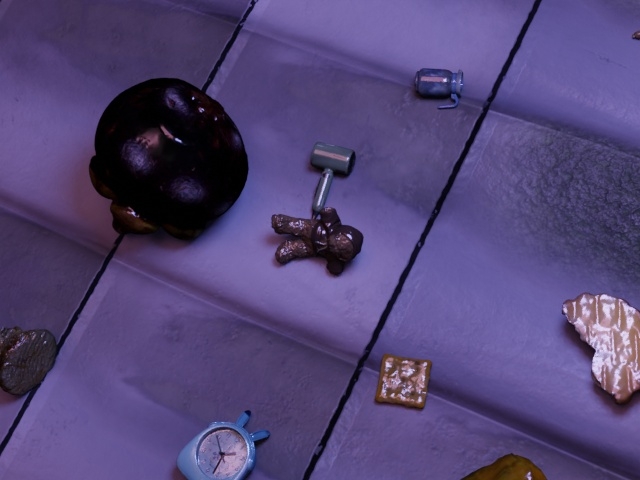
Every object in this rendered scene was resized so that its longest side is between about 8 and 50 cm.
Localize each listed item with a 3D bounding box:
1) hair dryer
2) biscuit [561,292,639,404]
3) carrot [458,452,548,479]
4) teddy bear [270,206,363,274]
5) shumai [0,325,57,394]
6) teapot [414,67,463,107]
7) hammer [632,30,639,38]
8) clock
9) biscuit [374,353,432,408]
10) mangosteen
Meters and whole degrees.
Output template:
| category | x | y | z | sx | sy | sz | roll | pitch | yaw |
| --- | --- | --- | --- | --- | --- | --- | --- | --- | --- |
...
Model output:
| category | x | y | z | sx | sy | sz | roll | pitch | yaw |
| --- | --- | --- | --- | --- | --- | --- | --- | --- | --- |
| hair dryer | 0.006 | -0.094 | 2.048 | 0.071 | 0.047 | 0.150 | 15 | 78 | 16 |
| biscuit | 0.458 | 0.161 | 1.837 | 0.118 | 0.061 | 0.183 | -22 | 67 | 0 |
| carrot | 0.217 | 0.465 | 1.665 | 0.340 | 0.241 | 0.241 | -35 | 65 | -5 |
| teddy bear | 0.002 | -0.003 | 1.992 | 0.160 | 0.078 | 0.119 | 5 | 112 | 27 |
| shumai | -0.516 | 0.192 | 2.015 | 0.087 | 0.099 | 0.124 | 26 | 73 | 37 |
| teapot | 0.207 | -0.269 | 2.071 | 0.083 | 0.049 | 0.064 | 5 | 69 | 13 |
| hammer | 0.564 | -0.307 | 2.035 | 0.029 | 0.014 | 0.123 | -16 | 68 | 14 |
| clock | -0.149 | 0.340 | 1.897 | 0.108 | 0.045 | 0.147 | 41 | 80 | 22 |
| biscuit | 0.133 | 0.225 | 1.900 | 0.083 | 0.018 | 0.081 | 8 | 70 | 15 |
| mangosteen | -0.266 | -0.132 | 2.016 | 0.287 | 0.288 | 0.233 | -2 | 58 | 11 |
